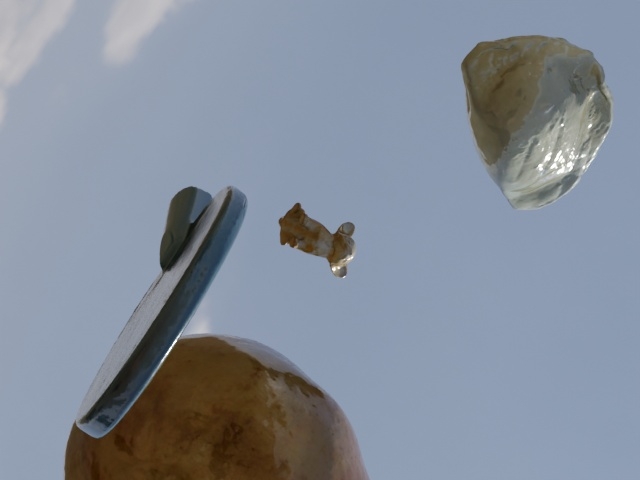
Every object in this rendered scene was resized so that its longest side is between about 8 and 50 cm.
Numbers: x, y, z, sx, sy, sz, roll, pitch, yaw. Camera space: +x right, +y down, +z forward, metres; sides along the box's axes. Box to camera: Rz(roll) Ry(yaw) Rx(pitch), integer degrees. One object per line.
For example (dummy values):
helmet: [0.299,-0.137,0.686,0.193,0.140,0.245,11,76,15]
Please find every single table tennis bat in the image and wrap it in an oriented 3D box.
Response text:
table tennis bat: [-0.120,0.036,1.445,0.215,0.044,0.329,-55,-170,20]

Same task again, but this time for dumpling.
dumpling: [0.275,-0.147,2.269,0.179,0.252,0.131,-19,-151,0]

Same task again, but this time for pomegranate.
pomegranate: [-0.100,0.262,1.937,0.338,0.338,0.338,-47,-159,24]

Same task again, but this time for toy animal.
toy animal: [0.000,0.000,1.954,0.081,0.083,0.060,13,-99,61]
